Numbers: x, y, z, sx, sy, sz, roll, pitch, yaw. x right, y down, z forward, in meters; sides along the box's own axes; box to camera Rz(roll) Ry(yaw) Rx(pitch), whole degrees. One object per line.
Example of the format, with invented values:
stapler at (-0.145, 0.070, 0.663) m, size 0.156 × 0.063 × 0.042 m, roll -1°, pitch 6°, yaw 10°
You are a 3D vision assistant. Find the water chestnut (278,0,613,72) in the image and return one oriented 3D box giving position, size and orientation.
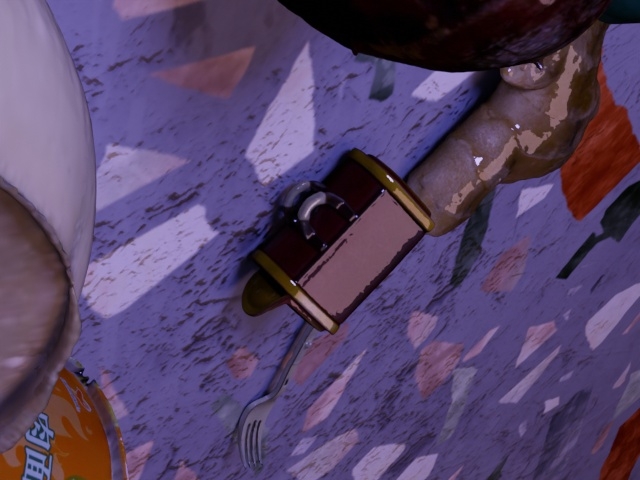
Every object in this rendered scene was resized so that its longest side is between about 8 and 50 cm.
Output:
water chestnut at (0.076, -0.198, 0.809) m, size 0.238 × 0.223 × 0.223 m, roll 11°, pitch 118°, yaw -49°

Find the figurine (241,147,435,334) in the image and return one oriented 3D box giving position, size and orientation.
figurine at (-0.001, 0.000, 1.124) m, size 0.154 × 0.082 × 0.098 m, roll -45°, pitch 140°, yaw -4°

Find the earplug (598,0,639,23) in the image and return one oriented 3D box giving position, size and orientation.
earplug at (0.238, -0.236, 1.004) m, size 0.280 × 0.164 × 0.257 m, roll 109°, pitch 5°, yaw -49°

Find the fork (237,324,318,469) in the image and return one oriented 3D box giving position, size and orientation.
fork at (-0.026, 0.102, 1.281) m, size 0.034 × 0.028 × 0.219 m, roll -2°, pitch 125°, yaw -46°

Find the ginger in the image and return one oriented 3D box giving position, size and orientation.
ginger at (0.183, -0.135, 1.214) m, size 0.148 × 0.081 × 0.333 m, roll 11°, pitch 117°, yaw -37°

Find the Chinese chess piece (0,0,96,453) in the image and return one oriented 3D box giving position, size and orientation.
Chinese chess piece at (-0.247, -0.008, 0.528) m, size 0.338 × 0.140 × 0.338 m, roll -12°, pitch 149°, yaw -7°

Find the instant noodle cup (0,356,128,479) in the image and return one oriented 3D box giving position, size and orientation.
instant noodle cup at (-0.243, 0.122, 0.775) m, size 0.230 × 0.230 × 0.182 m, roll -47°, pitch 144°, yaw -3°
